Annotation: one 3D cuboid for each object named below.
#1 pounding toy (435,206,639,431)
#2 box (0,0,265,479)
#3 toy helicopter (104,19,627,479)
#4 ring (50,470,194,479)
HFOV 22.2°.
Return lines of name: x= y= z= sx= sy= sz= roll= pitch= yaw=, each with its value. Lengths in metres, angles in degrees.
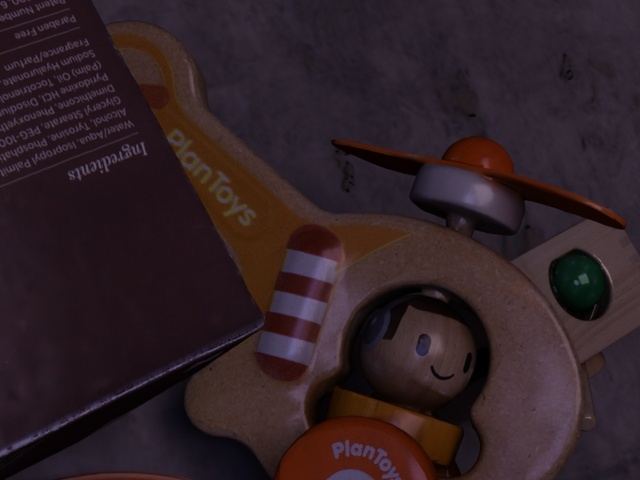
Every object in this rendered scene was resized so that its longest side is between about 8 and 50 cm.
pounding toy: x=0.131 y=0.058 z=0.959 sx=0.130 sy=0.141 sz=0.100 roll=-26 pitch=85 yaw=-36
box: x=-0.169 y=0.007 z=0.784 sx=0.167 sy=0.168 sz=0.203 roll=-25 pitch=83 yaw=-36
toy helicopter: x=0.000 y=0.000 z=0.881 sx=0.235 sy=0.140 sz=0.355 roll=-46 pitch=76 yaw=3
ring: x=-0.090 y=0.280 z=0.801 sx=0.337 sy=0.032 sz=0.336 roll=12 pitch=65 yaw=-26
